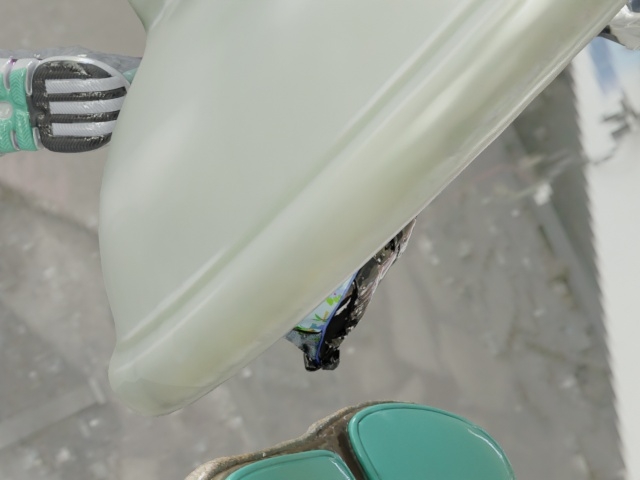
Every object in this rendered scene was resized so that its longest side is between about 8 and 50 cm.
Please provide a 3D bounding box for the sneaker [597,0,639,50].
[{"bbox_3d":[0.120,-0.188,1.029,0.094,0.235,0.153,14,81,-40],"label":"sneaker"}]

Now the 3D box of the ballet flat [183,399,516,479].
[{"bbox_3d":[-0.002,0.159,1.040,0.316,0.106,0.107,3,57,-54],"label":"ballet flat"}]

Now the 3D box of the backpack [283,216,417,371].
[{"bbox_3d":[0.000,0.000,0.960,0.084,0.114,0.105,30,69,3],"label":"backpack"}]

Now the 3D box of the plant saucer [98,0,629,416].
[{"bbox_3d":[0.043,-0.126,0.553,0.100,0.400,0.400,42,38,-6],"label":"plant saucer"}]

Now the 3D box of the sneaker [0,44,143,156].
[{"bbox_3d":[-0.207,-0.096,1.198,0.098,0.224,0.083,-30,122,-59],"label":"sneaker"}]
